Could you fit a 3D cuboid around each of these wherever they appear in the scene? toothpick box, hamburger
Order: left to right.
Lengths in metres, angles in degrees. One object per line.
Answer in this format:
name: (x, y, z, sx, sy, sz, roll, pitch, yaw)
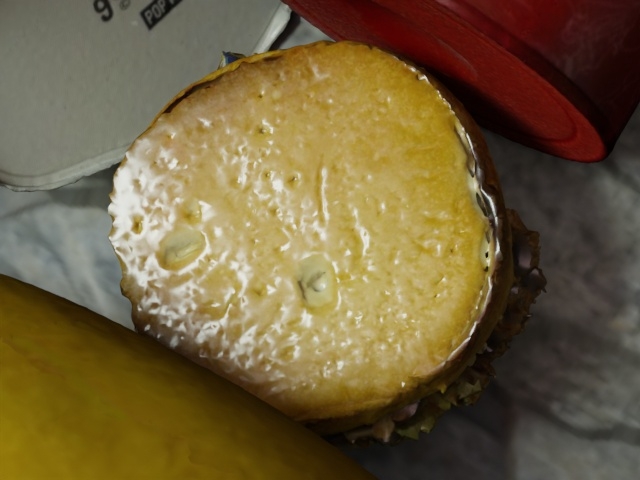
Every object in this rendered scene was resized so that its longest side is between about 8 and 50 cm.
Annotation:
hamburger: (0.007, 0.005, 0.773, 0.191, 0.118, 0.182, 4, 85, 10)
toothpick box: (0.123, -0.226, 0.751, 0.204, 0.204, 0.333, 31, 87, 10)

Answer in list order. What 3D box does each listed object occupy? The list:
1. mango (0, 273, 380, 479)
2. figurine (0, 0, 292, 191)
mango: (-0.099, 0.157, 0.678, 0.445, 0.300, 0.232, 24, 61, 4)
figurine: (-0.115, -0.143, 0.830, 0.250, 0.167, 0.141, -38, 40, -24)
